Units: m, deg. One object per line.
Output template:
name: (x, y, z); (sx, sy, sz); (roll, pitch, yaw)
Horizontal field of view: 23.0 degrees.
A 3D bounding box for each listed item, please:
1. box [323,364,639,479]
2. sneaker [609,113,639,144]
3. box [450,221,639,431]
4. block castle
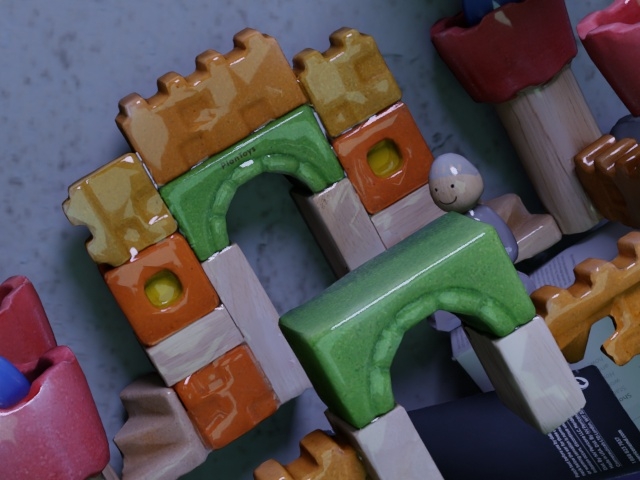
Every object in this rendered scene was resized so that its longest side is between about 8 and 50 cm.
box: (0.097, 0.222, 0.966); (0.184, 0.103, 0.261); (-11, 127, -11)
sneaker: (0.297, -0.095, 1.037); (0.228, 0.086, 0.132); (7, 82, -15)
box: (0.268, 0.118, 1.022); (0.232, 0.058, 0.322); (-33, 108, 16)
block castle: (0.000, 0.000, 0.846); (0.453, 0.303, 0.213); (-32, 104, -10)
